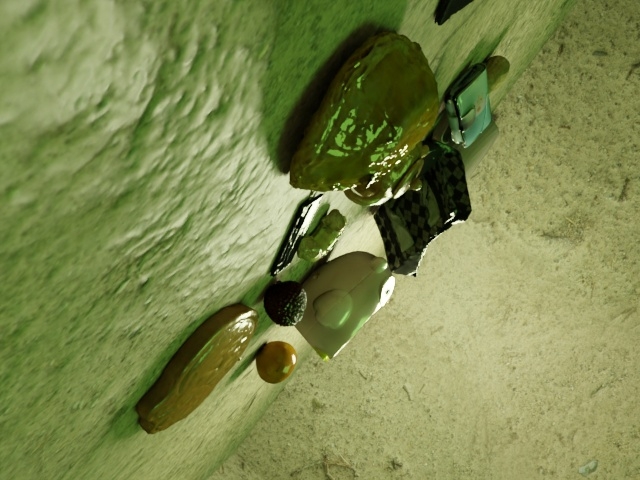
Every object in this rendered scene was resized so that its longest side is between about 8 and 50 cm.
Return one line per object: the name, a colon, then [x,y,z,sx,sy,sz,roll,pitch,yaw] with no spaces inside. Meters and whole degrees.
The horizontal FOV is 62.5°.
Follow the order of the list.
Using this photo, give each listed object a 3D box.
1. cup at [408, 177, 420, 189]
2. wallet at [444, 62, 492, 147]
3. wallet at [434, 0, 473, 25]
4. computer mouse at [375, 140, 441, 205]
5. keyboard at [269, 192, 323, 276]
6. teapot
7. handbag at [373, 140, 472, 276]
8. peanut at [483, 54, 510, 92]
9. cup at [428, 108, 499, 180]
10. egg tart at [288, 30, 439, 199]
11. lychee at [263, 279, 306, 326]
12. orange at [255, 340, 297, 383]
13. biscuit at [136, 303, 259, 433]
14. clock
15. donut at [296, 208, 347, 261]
cup: [0.288,-0.228,1.726,0.136,0.099,0.133,-59,175,-33]
wallet: [0.504,-0.448,1.775,0.176,0.075,0.250,-45,143,-10]
wallet: [0.320,-0.545,1.093,0.244,0.025,0.124,-43,166,-31]
computer mouse: [0.237,-0.219,1.596,0.269,0.086,0.137,-37,155,1]
keyboard: [-0.059,-0.010,1.255,0.087,0.017,0.251,-39,162,-46]
teapot: [0.174,-0.173,1.297,0.311,0.167,0.203,-42,166,-38]
handbag: [0.359,-0.094,1.863,0.416,0.180,0.317,124,-31,-43]
peanut: [0.593,-0.572,1.896,0.263,0.101,0.117,-45,146,-30]
cup: [0.502,-0.372,2.003,0.273,0.288,0.208,-52,-155,-6]
egg tart: [0.085,-0.196,0.933,0.340,0.153,0.351,-53,168,19]
lychee: [-0.095,0.167,1.402,0.123,0.123,0.129,105,-10,-63]
orange: [-0.163,0.434,1.900,0.159,0.136,0.159,-47,-173,8]
biscuit: [-0.275,0.308,1.263,0.365,0.062,0.385,-50,168,-7]
clock: [0.073,0.194,1.814,0.377,0.250,0.368,-45,169,-2]
donut: [0.001,0.000,1.397,0.166,0.065,0.108,-47,168,-25]
